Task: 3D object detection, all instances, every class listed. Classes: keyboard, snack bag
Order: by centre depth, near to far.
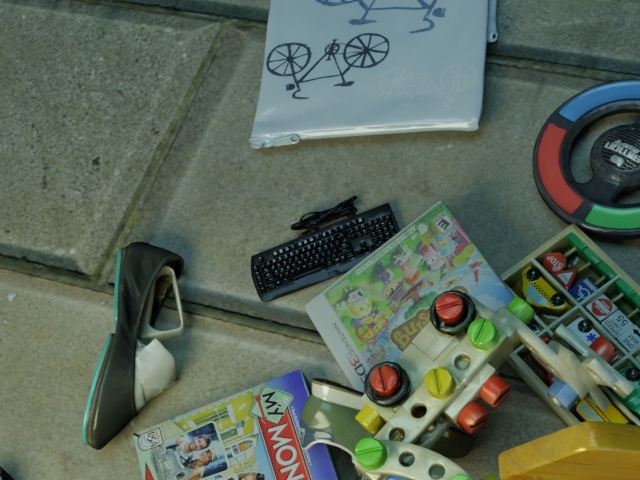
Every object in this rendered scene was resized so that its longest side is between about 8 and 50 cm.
[{"bbox_3d":[0.000,0.000,1.783,0.192,0.038,0.100,-21,55,1],"label":"keyboard"},{"bbox_3d":[0.079,-0.266,1.933,0.323,0.037,0.342,-3,57,15],"label":"snack bag"}]

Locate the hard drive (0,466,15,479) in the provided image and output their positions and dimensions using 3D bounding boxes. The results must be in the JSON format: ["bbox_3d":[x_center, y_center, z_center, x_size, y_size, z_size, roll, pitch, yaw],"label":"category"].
[{"bbox_3d":[-0.424,0.441,1.605,0.237,0.064,0.339,-22,56,2],"label":"hard drive"}]

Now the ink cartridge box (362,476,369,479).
[{"bbox_3d":[0.066,0.276,1.557,0.028,0.083,0.048,6,60,21],"label":"ink cartridge box"}]

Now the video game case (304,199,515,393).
[{"bbox_3d":[0.107,0.084,1.677,0.212,0.023,0.193,-38,55,7],"label":"video game case"}]

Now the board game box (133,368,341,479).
[{"bbox_3d":[-0.072,0.317,1.595,0.213,0.046,0.317,-22,55,2],"label":"board game box"}]

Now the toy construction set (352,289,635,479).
[{"bbox_3d":[0.164,0.180,1.483,0.328,0.151,0.215,-39,58,-20],"label":"toy construction set"}]

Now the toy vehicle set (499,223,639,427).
[{"bbox_3d":[0.305,0.117,1.620,0.166,0.035,0.267,-36,56,-8],"label":"toy vehicle set"}]

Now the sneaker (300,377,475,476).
[{"bbox_3d":[0.066,0.221,1.589,0.192,0.064,0.086,21,90,-6],"label":"sneaker"}]

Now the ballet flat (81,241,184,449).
[{"bbox_3d":[-0.216,0.120,1.737,0.096,0.095,0.280,4,59,4],"label":"ballet flat"}]

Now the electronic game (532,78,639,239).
[{"bbox_3d":[0.369,-0.100,1.735,0.229,0.048,0.229,-7,57,11],"label":"electronic game"}]

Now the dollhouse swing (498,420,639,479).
[{"bbox_3d":[0.341,0.310,1.223,0.315,0.305,0.346,9,61,-13],"label":"dollhouse swing"}]
